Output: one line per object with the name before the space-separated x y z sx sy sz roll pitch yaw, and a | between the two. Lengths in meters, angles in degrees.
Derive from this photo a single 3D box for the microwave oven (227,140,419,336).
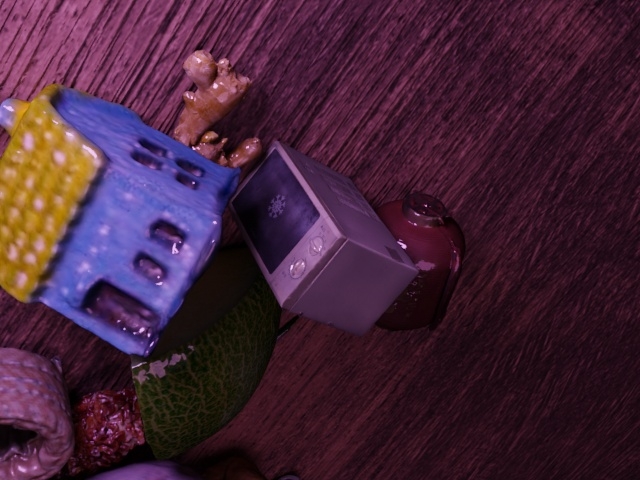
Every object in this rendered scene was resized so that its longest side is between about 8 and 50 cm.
microwave oven | 0.000 0.000 1.180 0.194 0.240 0.145 28 110 -41

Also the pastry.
pastry | -0.374 0.316 1.338 0.209 0.115 0.097 -34 149 22

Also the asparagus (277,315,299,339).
asparagus | -0.096 0.190 1.452 0.166 0.013 0.016 -43 123 11

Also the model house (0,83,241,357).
model house | -0.280 -0.040 1.033 0.303 0.215 0.237 31 112 -9

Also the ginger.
ginger | -0.148 -0.150 1.107 0.176 0.052 0.193 -43 135 11

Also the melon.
melon | -0.192 0.196 1.301 0.343 0.226 0.331 84 28 -41

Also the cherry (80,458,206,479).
cherry | -0.304 0.503 1.381 0.335 0.291 0.326 -32 168 -46

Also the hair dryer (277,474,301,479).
hair dryer | -0.139 0.580 1.737 0.237 0.073 0.131 -15 132 -4

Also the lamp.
lamp | 0.144 0.047 1.340 0.180 0.180 0.257 -6 129 -23

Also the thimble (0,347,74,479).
thimble | -0.485 0.264 1.219 0.229 0.148 0.196 12 122 -32

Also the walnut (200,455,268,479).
walnut | -0.160 0.506 1.594 0.156 0.155 0.184 -24 134 -8
